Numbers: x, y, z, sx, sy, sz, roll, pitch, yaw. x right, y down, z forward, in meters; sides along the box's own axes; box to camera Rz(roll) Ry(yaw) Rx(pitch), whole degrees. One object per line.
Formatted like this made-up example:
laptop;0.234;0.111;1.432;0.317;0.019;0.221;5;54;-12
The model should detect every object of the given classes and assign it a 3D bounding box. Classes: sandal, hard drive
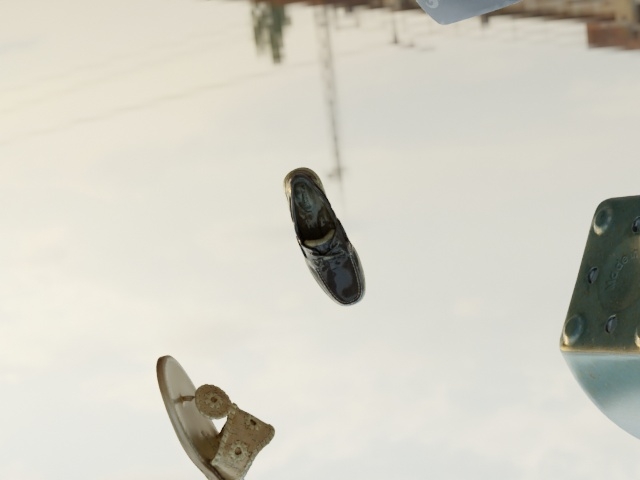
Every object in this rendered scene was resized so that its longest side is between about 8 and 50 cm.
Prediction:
sandal;-0.076;0.199;1.595;0.079;0.240;0.088;-15;-155;11
hard drive;0.244;-0.314;1.865;0.254;0.054;0.172;-18;-166;27

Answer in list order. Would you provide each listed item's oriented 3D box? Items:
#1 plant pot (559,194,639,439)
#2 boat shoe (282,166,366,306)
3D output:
plant pot;0.359;0.068;1.470;0.252;0.248;0.247;22;168;-24
boat shoe;0.000;0.000;1.701;0.056;0.152;0.049;-26;-176;8
